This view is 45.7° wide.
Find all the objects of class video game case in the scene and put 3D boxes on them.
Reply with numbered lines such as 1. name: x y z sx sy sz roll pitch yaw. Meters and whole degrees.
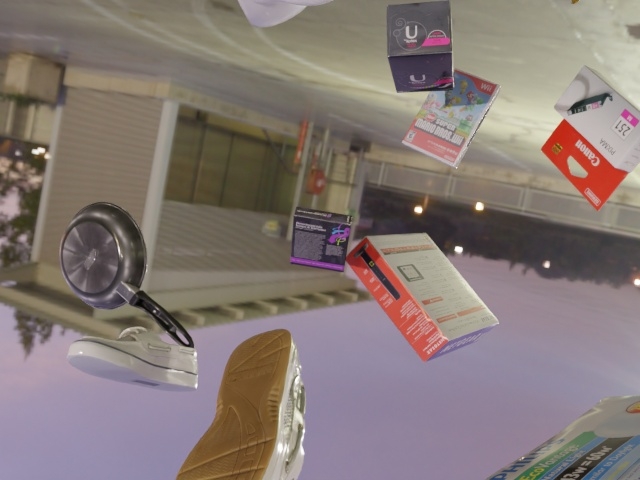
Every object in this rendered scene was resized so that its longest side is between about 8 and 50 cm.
1. video game case: 0.406 -0.389 2.366 0.204 0.285 0.025 30 -179 30

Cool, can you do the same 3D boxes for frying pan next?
1. frying pan: -0.372 0.086 1.360 0.197 0.326 0.053 -30 170 24

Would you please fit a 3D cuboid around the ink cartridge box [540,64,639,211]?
1. ink cartridge box: 0.644 -0.246 1.803 0.060 0.239 0.275 13 -147 -32

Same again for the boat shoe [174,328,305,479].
1. boat shoe: -0.057 0.203 0.703 0.098 0.096 0.277 -15 -151 23

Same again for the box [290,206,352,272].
1. box: 0.000 0.000 1.549 0.116 0.029 0.162 10 143 2

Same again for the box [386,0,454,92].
1. box: 0.266 -0.500 1.988 0.165 0.143 0.270 -2 171 11

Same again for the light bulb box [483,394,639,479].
1. light bulb box: 0.479 0.362 1.014 0.357 0.225 0.361 -16 178 -39

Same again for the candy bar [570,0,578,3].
1. candy bar: 0.451 -0.489 1.312 0.018 0.162 0.040 10 -146 21

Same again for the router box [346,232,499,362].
1. router box: 0.248 0.121 1.802 0.301 0.082 0.335 53 -154 20

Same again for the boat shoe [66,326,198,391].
1. boat shoe: -0.288 0.177 1.189 0.095 0.084 0.258 -9 156 25

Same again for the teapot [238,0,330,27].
1. teapot: -0.056 -0.428 1.038 0.187 0.256 0.252 -24 -170 4
